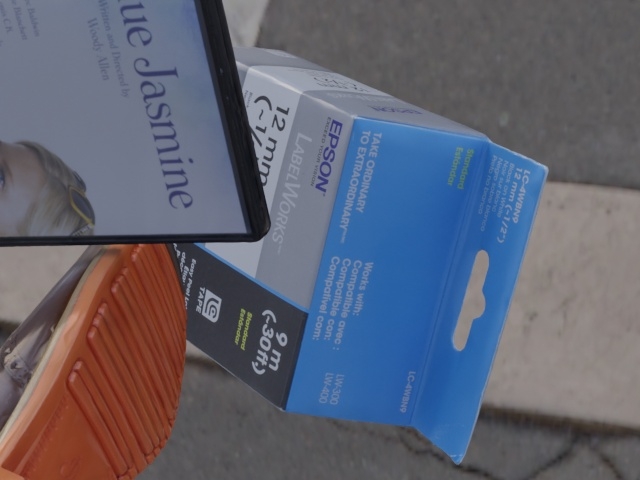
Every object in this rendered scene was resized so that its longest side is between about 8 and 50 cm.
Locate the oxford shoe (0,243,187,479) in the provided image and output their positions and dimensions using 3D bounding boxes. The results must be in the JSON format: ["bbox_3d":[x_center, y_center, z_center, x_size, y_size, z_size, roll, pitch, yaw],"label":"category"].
[{"bbox_3d":[-0.177,0.105,0.792,0.133,0.130,0.363,-3,35,20],"label":"oxford shoe"}]

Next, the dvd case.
[{"bbox_3d":[-0.160,-0.079,0.774,0.253,0.180,0.022,-1,25,22],"label":"dvd case"}]

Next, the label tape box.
[{"bbox_3d":[0.000,0.000,1.143,0.115,0.249,0.348,2,19,-38],"label":"label tape box"}]
